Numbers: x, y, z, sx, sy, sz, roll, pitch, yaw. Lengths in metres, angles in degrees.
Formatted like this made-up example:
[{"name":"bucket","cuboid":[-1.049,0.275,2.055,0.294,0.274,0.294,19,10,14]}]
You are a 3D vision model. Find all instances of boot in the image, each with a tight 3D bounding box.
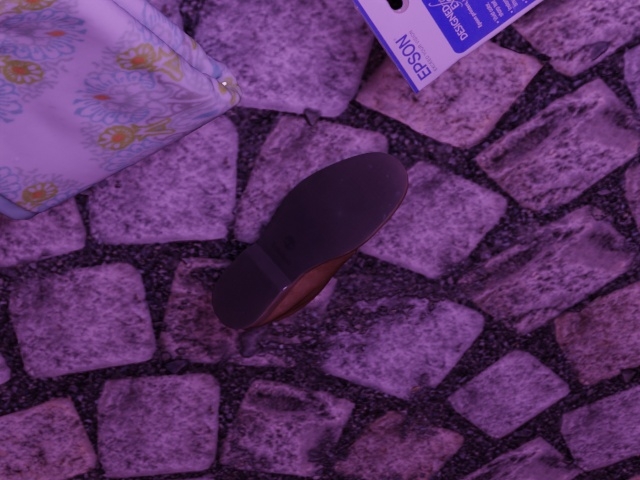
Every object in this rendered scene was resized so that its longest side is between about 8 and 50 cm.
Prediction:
[{"name":"boot","cuboid":[0.000,0.000,2.310,0.305,0.112,0.115,-41,158,18]}]

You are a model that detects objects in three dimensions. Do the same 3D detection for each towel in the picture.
[{"name":"towel","cuboid":[-0.315,-0.171,2.001,0.320,0.090,0.374,-24,147,22]}]

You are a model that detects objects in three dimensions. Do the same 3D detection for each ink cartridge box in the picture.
[{"name":"ink cartridge box","cuboid":[0.151,-0.357,1.982,0.307,0.072,0.303,-35,132,4]}]
